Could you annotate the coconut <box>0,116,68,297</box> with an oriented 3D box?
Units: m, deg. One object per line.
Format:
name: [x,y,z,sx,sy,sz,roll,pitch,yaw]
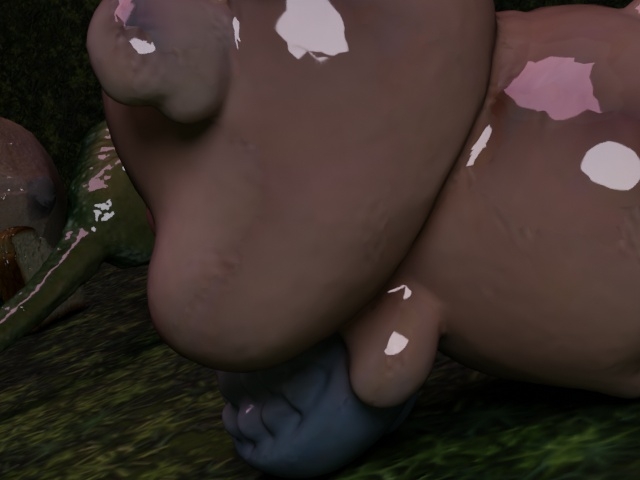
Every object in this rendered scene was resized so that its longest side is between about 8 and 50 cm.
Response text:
coconut: [-0.444,-0.034,1.524,0.244,0.239,0.239,-19,6,33]

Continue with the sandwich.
sandwich: [-0.278,0.032,1.152,0.035,0.105,0.093,-13,13,31]

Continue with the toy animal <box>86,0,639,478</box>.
toy animal: [0.039,-0.035,0.449,0.221,0.229,0.210,-16,14,5]

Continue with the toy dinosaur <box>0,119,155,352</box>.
toy dinosaur: [-0.194,-0.015,0.895,0.301,0.087,0.447,-27,32,0]
